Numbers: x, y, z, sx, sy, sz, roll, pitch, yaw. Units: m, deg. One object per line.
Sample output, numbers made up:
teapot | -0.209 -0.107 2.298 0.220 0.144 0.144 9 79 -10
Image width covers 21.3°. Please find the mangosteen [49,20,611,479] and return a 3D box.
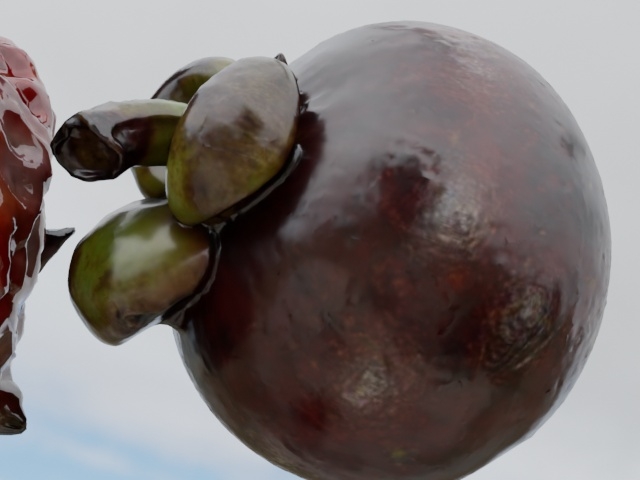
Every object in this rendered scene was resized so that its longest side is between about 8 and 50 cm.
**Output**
mangosteen | 0.000 0.000 0.758 0.258 0.215 0.215 15 -17 -23

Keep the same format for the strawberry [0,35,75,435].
strawberry | -0.263 0.002 0.732 0.292 0.291 0.310 8 -5 25
